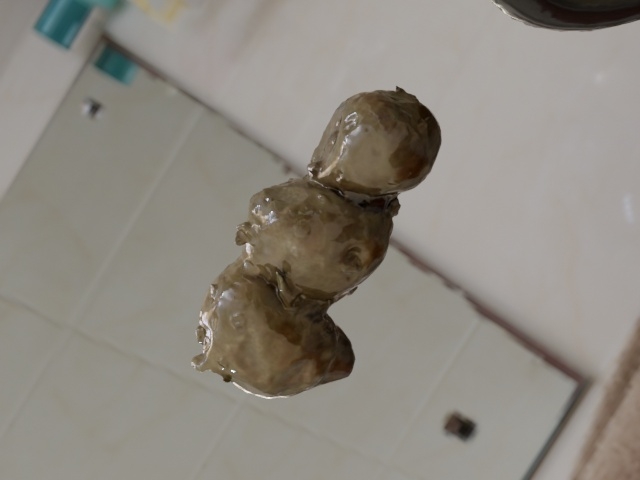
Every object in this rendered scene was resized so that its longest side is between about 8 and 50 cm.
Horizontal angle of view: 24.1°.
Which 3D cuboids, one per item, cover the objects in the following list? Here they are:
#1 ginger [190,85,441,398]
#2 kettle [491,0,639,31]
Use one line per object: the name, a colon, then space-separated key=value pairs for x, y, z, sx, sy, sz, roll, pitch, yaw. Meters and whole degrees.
ginger: x=0.000 y=0.000 z=0.883 sx=0.104 sy=0.204 sz=0.080 roll=21 pitch=-165 yaw=-20
kettle: x=0.203 y=-0.280 z=0.911 sx=0.324 sy=0.321 sz=0.228 roll=-14 pitch=-148 yaw=-32
